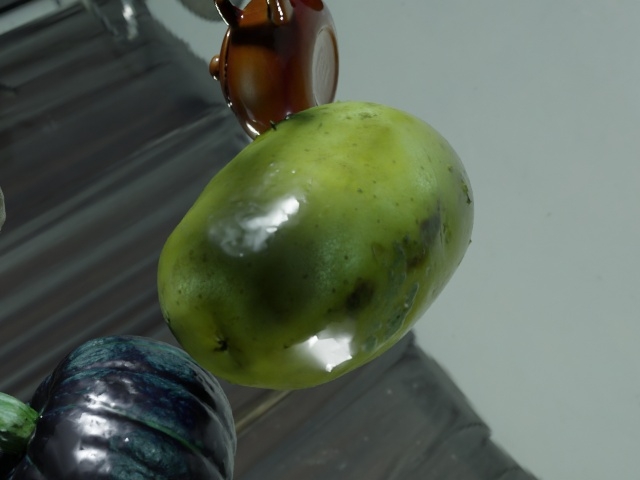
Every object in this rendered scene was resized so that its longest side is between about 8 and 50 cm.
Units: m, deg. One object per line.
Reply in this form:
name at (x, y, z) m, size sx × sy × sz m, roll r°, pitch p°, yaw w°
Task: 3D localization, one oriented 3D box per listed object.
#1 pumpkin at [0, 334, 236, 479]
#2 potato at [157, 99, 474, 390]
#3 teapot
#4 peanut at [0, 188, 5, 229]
pumpkin at (-0.201, 0.179, 0.891) m, size 0.248 × 0.248 × 0.248 m, roll 34°, pitch 142°, yaw 31°
potato at (0.002, 0.002, 0.905) m, size 0.216 × 0.304 × 0.216 m, roll 19°, pitch 135°, yaw 20°
teapot at (-0.061, -0.195, 1.161) m, size 0.135 × 0.178 × 0.252 m, roll 0°, pitch 148°, yaw 16°
peanut at (-0.394, -0.033, 0.872) m, size 0.136 × 0.298 × 0.120 m, roll -4°, pitch 87°, yaw 37°
